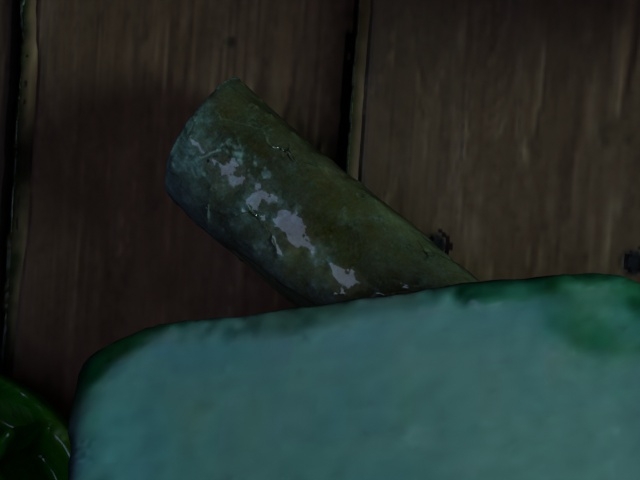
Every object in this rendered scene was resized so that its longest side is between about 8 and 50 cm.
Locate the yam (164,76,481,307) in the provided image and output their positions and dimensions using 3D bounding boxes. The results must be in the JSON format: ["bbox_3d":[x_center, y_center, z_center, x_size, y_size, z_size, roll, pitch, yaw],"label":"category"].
[{"bbox_3d":[0.000,0.000,0.790,0.169,0.068,0.068,41,106,18],"label":"yam"}]

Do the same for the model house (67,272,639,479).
[{"bbox_3d":[0.045,0.184,0.726,0.281,0.248,0.230,-7,50,12],"label":"model house"}]

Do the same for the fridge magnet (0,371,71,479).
[{"bbox_3d":[-0.196,0.165,0.862,0.208,0.088,0.208,1,91,23],"label":"fridge magnet"}]
